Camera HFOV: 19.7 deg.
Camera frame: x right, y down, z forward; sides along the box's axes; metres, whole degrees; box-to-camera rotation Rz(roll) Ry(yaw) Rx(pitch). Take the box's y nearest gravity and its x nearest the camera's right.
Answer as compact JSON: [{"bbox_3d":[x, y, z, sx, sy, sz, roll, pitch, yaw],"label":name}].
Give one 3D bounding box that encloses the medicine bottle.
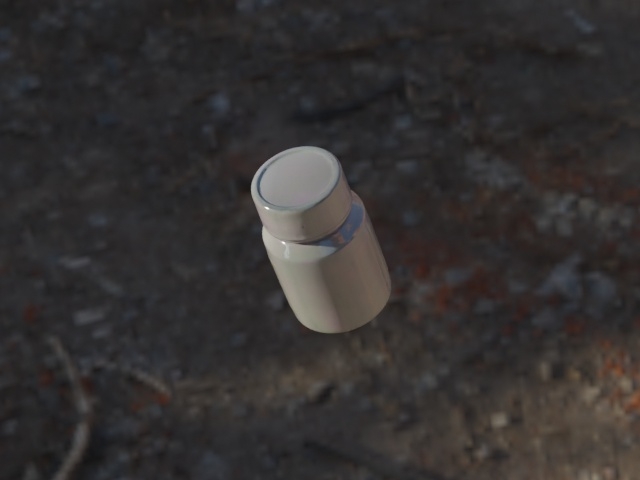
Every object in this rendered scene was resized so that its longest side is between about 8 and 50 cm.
[{"bbox_3d":[0.000,0.000,0.889,0.052,0.089,0.052,-11,46,11],"label":"medicine bottle"}]
